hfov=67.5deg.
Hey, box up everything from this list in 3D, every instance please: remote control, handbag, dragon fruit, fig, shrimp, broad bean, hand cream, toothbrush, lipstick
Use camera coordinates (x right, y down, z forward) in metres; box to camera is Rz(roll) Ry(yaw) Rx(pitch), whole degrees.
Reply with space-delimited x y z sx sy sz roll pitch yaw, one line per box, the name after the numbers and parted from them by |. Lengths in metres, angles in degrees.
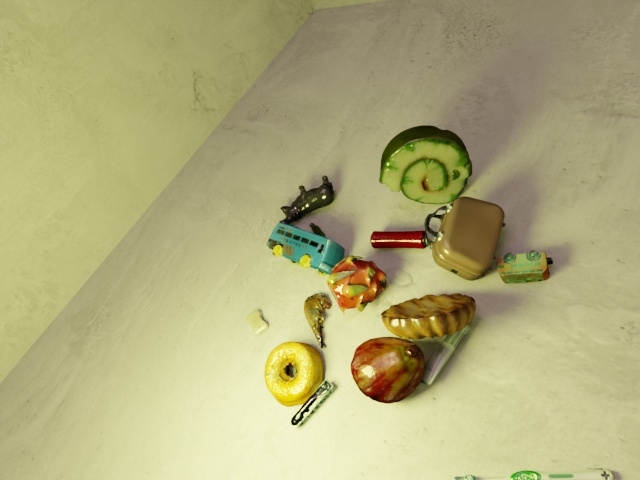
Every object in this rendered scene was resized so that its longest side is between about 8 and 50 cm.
-0.280 0.365 2.131 0.074 0.032 0.122 -38 44 -1 | remote control
0.528 -0.025 1.811 0.283 0.149 0.301 22 66 5 | handbag
0.141 0.167 1.908 0.227 0.224 0.224 -35 44 -3 | dragon fruit
0.233 0.434 1.633 0.263 0.224 0.223 -12 49 22 | fig
-0.002 0.317 1.977 0.117 0.066 0.262 -31 46 6 | shrimp
0.001 -0.001 2.256 0.060 0.043 0.297 -44 40 22 | broad bean
0.426 0.391 1.658 0.255 0.048 0.079 -48 12 -14 | hand cream
0.587 0.667 1.343 0.418 0.040 0.042 -11 51 18 | toothbrush
0.331 -0.003 2.029 0.241 0.080 0.080 1 55 31 | lipstick

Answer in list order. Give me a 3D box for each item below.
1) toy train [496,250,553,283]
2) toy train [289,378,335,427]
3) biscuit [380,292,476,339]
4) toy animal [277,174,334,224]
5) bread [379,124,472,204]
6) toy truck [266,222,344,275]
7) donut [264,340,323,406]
0.725 0.094 1.707 0.188 0.072 0.099 -7 50 27 | toy train
-0.031 0.604 1.765 0.207 0.047 0.043 -46 51 -9 | toy train
0.376 0.264 1.660 0.326 0.326 0.107 -9 92 25 | biscuit
-0.081 -0.187 2.424 0.343 0.106 0.168 -32 51 13 | toy animal
0.432 -0.297 2.007 0.382 0.366 0.129 -14 43 19 | bread
-0.070 0.040 2.151 0.385 0.161 0.162 20 82 44 | toy truck
-0.105 0.510 1.853 0.254 0.118 0.253 -10 64 21 | donut
